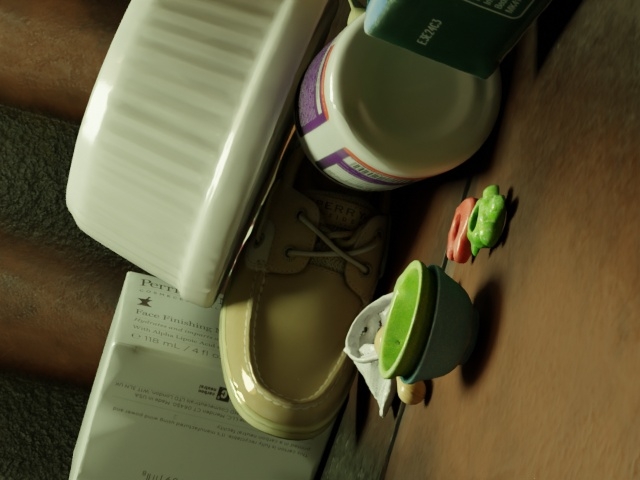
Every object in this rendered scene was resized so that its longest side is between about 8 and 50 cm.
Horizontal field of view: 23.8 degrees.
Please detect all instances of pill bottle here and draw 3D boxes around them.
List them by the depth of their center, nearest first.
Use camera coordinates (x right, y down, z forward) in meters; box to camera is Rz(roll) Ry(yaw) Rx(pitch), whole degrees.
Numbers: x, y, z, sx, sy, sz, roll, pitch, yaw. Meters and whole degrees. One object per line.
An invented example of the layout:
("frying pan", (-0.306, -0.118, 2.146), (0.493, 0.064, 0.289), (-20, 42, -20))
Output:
("pill bottle", (0.041, -0.087, 0.984), (0.193, 0.108, 0.108), (170, 115, -80))

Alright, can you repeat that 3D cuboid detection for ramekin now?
("ramekin", (-0.087, -0.097, 1.118), (0.273, 0.127, 0.273), (-157, 90, -89))

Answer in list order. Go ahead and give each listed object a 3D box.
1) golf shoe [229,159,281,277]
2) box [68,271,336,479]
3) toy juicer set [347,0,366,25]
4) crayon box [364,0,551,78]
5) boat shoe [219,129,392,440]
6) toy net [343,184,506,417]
("golf shoe", (-0.038, 0.019, 1.406), (0.120, 0.105, 0.273), (-43, 36, 44))
("box", (-0.093, 0.145, 1.196), (0.119, 0.181, 0.182), (-97, 23, -65))
("toy juicer set", (0.045, -0.294, 1.351), (0.209, 0.089, 0.329), (-102, -2, -49))
("crayon box", (0.114, -0.280, 0.857), (0.203, 0.083, 0.323), (128, 156, -52))
("boat shoe", (0.000, 0.000, 1.116), (0.098, 0.109, 0.302), (115, 172, -54))
("toy net", (0.051, 0.040, 0.918), (0.232, 0.045, 0.122), (134, 149, -72))
